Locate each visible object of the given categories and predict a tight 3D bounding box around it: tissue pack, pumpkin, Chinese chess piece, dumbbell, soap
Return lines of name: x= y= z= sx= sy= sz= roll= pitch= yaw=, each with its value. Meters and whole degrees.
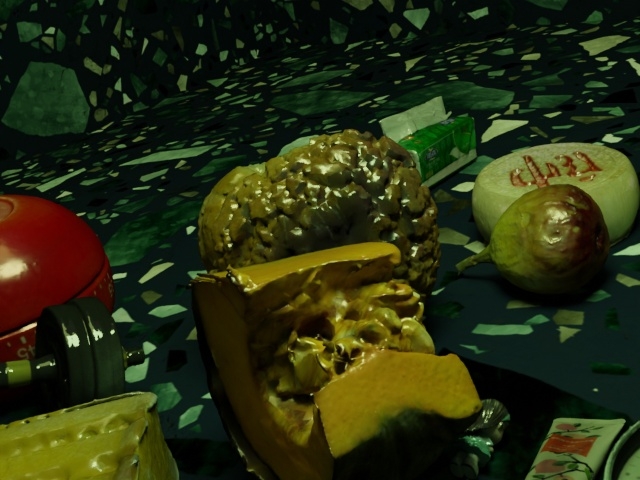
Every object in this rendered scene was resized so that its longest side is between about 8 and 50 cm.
tissue pack: x=0.205 y=-0.204 z=1.860 sx=0.148 sy=0.156 sz=0.209 roll=11 pitch=31 yaw=42
pumpkin: x=0.006 y=0.140 z=0.980 sx=0.225 sy=0.303 sz=0.256 roll=-15 pitch=-22 yaw=-25
Chinese chess piece: x=0.387 y=-0.068 z=1.481 sx=0.269 sy=0.112 sz=0.270 roll=-11 pitch=23 yaw=5
dumbbell: x=-0.417 y=0.176 z=1.163 sx=0.388 sy=0.185 sz=0.185 roll=-5 pitch=14 yaw=-32
soap: x=-0.324 y=0.306 z=0.924 sx=0.334 sy=0.156 sz=0.293 roll=-15 pitch=18 yaw=-2

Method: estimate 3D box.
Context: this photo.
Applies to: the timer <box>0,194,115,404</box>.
timer: x=-0.519 y=0.087 z=1.415 sx=0.377 sy=0.279 sz=0.378 roll=-9 pitch=23 yaw=4

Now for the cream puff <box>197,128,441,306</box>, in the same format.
cream puff: x=0.000 y=0.000 z=1.231 sx=0.342 sy=0.327 sz=0.231 roll=20 pitch=0 yaw=-4

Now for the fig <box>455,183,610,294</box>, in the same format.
fig: x=0.301 y=0.015 z=1.326 sx=0.257 sy=0.159 sz=0.159 roll=-22 pitch=10 yaw=44

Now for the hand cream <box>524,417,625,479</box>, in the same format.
hand cream: x=0.247 y=0.237 z=0.909 sx=0.080 sy=0.050 sz=0.234 roll=-4 pitch=17 yaw=32

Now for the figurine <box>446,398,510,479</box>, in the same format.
figurine: x=0.172 y=0.219 z=0.994 sx=0.060 sy=0.047 sz=0.106 roll=-23 pitch=20 yaw=44

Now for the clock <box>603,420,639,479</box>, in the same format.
clock: x=0.405 y=0.236 z=0.787 sx=0.312 sy=0.062 sz=0.313 roll=-11 pitch=22 yaw=5
